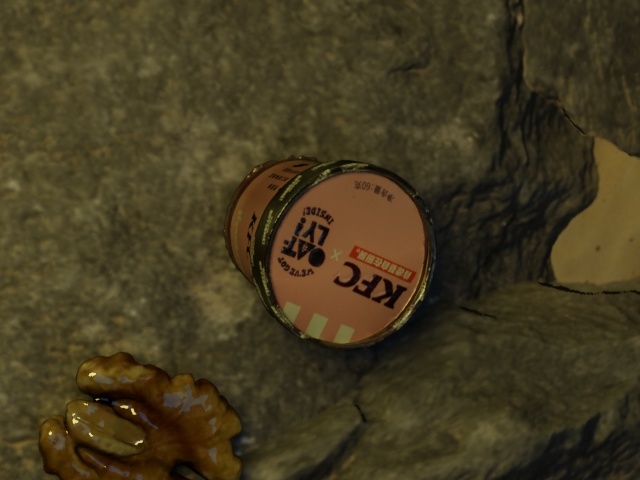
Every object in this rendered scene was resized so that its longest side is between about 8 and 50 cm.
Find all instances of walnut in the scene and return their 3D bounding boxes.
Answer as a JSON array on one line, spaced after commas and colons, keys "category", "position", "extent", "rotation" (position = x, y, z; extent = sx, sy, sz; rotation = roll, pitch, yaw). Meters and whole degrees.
[{"category": "walnut", "position": [-0.145, 0.164, 1.464], "extent": [0.170, 0.069, 0.143], "rotation": [36, 87, -23]}]

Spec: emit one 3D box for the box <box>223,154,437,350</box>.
[{"category": "box", "position": [0.000, 0.000, 1.458], "extent": [0.151, 0.135, 0.151], "rotation": [-6, 106, -22]}]
